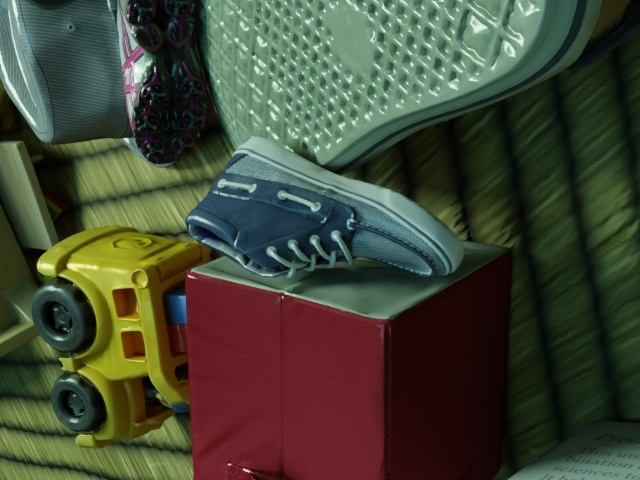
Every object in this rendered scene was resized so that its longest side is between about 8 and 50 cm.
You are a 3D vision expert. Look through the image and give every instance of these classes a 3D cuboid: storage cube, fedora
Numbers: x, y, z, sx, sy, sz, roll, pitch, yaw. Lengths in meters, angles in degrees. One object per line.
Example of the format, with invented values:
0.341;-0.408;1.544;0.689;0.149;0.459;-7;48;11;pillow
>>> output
0.025;0.105;0.779;0.183;0.215;0.193;12;110;34;storage cube
-0.240;-0.189;0.978;0.243;0.124;0.276;-1;105;62;fedora

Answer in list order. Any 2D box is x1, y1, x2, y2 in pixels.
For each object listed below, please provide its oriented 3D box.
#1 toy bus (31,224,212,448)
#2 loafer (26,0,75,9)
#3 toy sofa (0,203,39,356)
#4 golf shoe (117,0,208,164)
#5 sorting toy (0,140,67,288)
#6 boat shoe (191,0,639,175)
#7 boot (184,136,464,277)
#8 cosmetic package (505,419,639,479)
-0.161;0.102;1.032;0.211;0.149;0.220;2;107;28;toy bus
-0.170;-0.310;0.856;0.096;0.267;0.084;46;176;-31;loafer
-0.460;-0.029;1.186;0.177;0.150;0.363;-4;111;46;toy sofa
-0.138;-0.155;0.870;0.086;0.067;0.186;-122;28;-50;golf shoe
-0.357;-0.053;1.219;0.132;0.046;0.275;5;117;44;sorting toy
0.047;-0.154;0.725;0.500;0.156;0.187;-6;104;61;boat shoe
0.000;0.000;0.706;0.190;0.086;0.069;24;155;26;boot
0.215;0.316;0.525;0.329;0.393;0.328;-5;99;46;cosmetic package
